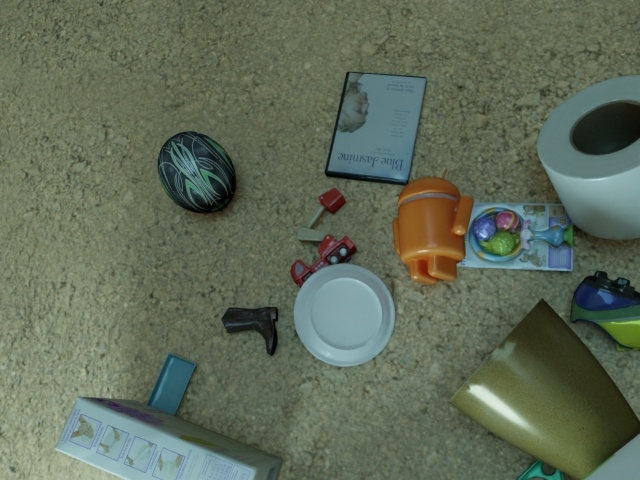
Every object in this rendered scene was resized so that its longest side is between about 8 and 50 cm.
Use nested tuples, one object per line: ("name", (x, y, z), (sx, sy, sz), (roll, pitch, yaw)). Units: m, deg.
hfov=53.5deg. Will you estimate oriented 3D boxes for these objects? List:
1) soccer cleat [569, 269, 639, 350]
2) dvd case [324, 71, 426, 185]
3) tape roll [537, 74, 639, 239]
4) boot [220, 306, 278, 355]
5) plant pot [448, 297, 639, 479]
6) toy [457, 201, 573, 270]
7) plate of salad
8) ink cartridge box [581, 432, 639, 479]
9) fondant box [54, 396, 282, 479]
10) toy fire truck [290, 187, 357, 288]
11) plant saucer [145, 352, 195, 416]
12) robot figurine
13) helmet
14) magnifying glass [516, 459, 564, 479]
("soccer cleat", (0.588, 0.156, 1.125), (0.289, 0.093, 0.121), (24, 109, 13))
("dvd case", (0.120, -0.246, 1.370), (0.180, 0.022, 0.253), (8, 74, 14))
("tape roll", (0.531, -0.146, 1.122), (0.246, 0.169, 0.246), (-25, 39, 23))
("boot", (-0.144, 0.182, 1.276), (0.114, 0.037, 0.106), (-3, 59, 7))
("plant pot", (0.386, 0.264, 1.038), (0.254, 0.237, 0.237), (41, 84, 19))
("toy", (0.365, -0.017, 1.228), (0.237, 0.056, 0.136), (3, 72, 12))
("plate of salad", (0.046, 0.145, 1.241), (0.200, 0.048, 0.199), (1, 79, -7))
("ink cartridge box", (0.522, 0.456, 0.951), (0.207, 0.353, 0.119), (-37, 29, -2))
("fondant box", (-0.251, 0.376, 1.116), (0.330, 0.238, 0.096), (17, 77, 11))
("toy fire truck", (0.000, 0.000, 1.301), (0.192, 0.047, 0.135), (-41, 69, -3))
("plant saucer", (-0.313, 0.327, 1.275), (0.067, 0.018, 0.192), (18, 77, 16))
("robot figurine", (0.215, -0.029, 1.224), (0.128, 0.158, 0.219), (1, 72, -5))
("helmet", (-0.261, -0.143, 1.338), (0.169, 0.161, 0.169), (-3, 72, 10))
("magnifying glass", (0.400, 0.388, 1.106), (0.092, 0.026, 0.231), (18, 74, 21))
